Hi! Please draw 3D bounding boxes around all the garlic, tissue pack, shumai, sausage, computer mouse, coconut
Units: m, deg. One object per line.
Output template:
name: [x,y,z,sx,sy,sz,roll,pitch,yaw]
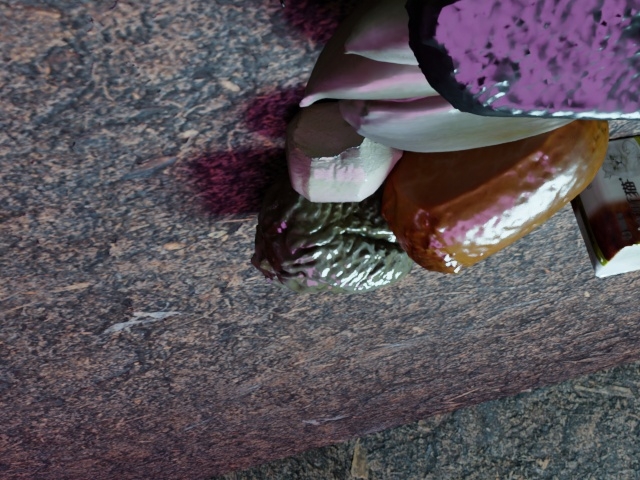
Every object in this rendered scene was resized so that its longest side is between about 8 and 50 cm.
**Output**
garlic: [0.148,-0.165,0.909,0.325,0.132,0.279,-4,160,7]
tissue pack: [0.391,-0.043,1.318,0.099,0.148,0.106,-10,157,-7]
shumai: [0.000,0.000,1.203,0.206,0.166,0.175,0,159,-31]
sausage: [0.192,-0.078,1.103,0.268,0.153,0.141,-35,149,8]
computer mouse: [0.214,-0.173,0.714,0.323,0.116,0.183,0,123,-10]
coconut: [0.025,-0.094,1.070,0.124,0.110,0.110,-6,157,-1]

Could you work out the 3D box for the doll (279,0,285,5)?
doll: [0.045,-0.249,0.714,0.221,0.105,0.115,-17,132,-3]
